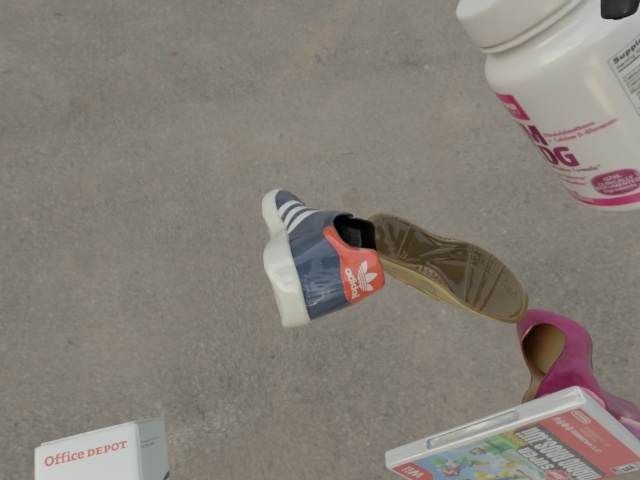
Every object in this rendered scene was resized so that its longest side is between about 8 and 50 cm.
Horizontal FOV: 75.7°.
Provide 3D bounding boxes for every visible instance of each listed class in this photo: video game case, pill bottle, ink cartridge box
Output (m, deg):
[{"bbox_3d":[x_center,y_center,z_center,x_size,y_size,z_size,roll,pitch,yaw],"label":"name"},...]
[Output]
[{"bbox_3d":[0.263,0.299,0.564,0.204,0.285,0.025,38,34,-23],"label":"video game case"},{"bbox_3d":[0.281,-0.175,0.433,0.283,0.160,0.160,41,64,-22],"label":"pill bottle"},{"bbox_3d":[-0.290,0.366,0.559,0.153,0.087,0.208,-14,72,2],"label":"ink cartridge box"}]

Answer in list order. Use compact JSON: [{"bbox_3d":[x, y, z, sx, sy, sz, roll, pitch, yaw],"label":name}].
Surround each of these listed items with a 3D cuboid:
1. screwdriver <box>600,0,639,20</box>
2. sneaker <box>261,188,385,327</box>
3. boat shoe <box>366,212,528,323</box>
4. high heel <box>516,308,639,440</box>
[{"bbox_3d":[0.169,-0.210,0.215,0.024,0.169,0.025,7,33,31],"label":"screwdriver"},{"bbox_3d":[0.000,0.000,0.603,0.148,0.131,0.350,-15,25,-3],"label":"sneaker"},{"bbox_3d":[0.234,0.057,0.813,0.341,0.110,0.121,30,71,8],"label":"boat shoe"},{"bbox_3d":[0.381,0.198,0.719,0.182,0.377,0.127,20,104,-3],"label":"high heel"}]
